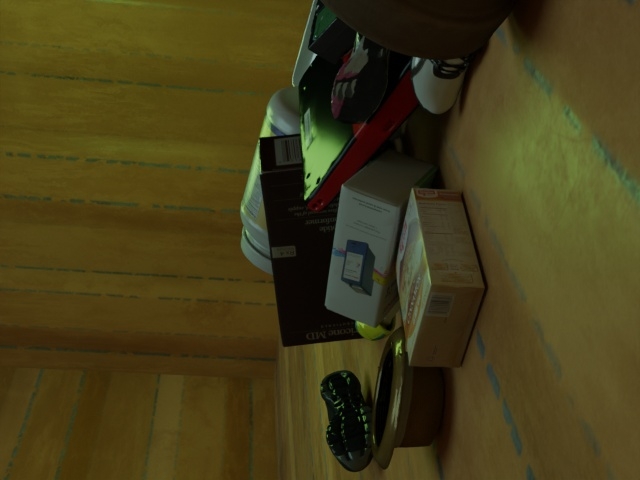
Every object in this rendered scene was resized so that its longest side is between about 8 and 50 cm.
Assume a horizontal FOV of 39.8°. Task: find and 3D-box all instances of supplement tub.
[{"bbox_3d":[-0.023,-0.110,1.746,0.241,0.241,0.331,-97,21,-59],"label":"supplement tub"}]

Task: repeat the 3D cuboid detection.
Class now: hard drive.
[{"bbox_3d":[0.087,-0.470,1.406,0.237,0.064,0.339,-38,33,47],"label":"hard drive"}]

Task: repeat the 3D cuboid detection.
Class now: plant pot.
[{"bbox_3d":[0.126,-0.354,0.889,0.229,0.263,0.263,130,147,-50],"label":"plant pot"}]

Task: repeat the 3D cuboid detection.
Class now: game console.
[{"bbox_3d":[0.075,-0.267,1.389,0.342,0.060,0.386,-52,25,32],"label":"game console"}]

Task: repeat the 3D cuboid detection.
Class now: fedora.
[{"bbox_3d":[0.120,0.216,1.201,0.194,0.079,0.194,-171,90,-86],"label":"fedora"}]

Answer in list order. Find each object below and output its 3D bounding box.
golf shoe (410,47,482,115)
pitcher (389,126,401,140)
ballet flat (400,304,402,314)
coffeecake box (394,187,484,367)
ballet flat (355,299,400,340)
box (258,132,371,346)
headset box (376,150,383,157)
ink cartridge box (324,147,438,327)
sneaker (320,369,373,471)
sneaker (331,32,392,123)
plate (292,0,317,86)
[{"bbox_3d":[0.162,-0.241,1.118,0.094,0.077,0.198,-97,11,-57],"label":"golf shoe"},{"bbox_3d":[0.094,-0.279,1.603,0.207,0.125,0.177,-138,39,-67],"label":"pitcher"},{"bbox_3d":[0.142,0.067,1.295,0.041,0.041,0.114,-94,11,-49],"label":"ballet flat"},{"bbox_3d":[0.146,0.045,1.124,0.185,0.068,0.142,-93,9,-49],"label":"coffeecake box"},{"bbox_3d":[0.110,0.051,1.445,0.077,0.077,0.231,-14,64,60],"label":"ballet flat"},{"bbox_3d":[0.000,0.000,1.594,0.143,0.191,0.381,-98,2,-55],"label":"box"},{"bbox_3d":[0.120,-0.127,1.603,0.083,0.032,0.062,-111,27,-77],"label":"headset box"},{"bbox_3d":[0.088,-0.004,1.295,0.154,0.093,0.212,-42,-31,-51],"label":"ink cartridge box"},{"bbox_3d":[0.064,0.353,1.669,0.267,0.101,0.106,-99,-6,-64],"label":"sneaker"},{"bbox_3d":[0.070,-0.244,1.230,0.077,0.072,0.178,-22,-47,-81],"label":"sneaker"},{"bbox_3d":[0.049,-0.395,1.848,0.278,0.045,0.277,49,131,44],"label":"plate"}]
